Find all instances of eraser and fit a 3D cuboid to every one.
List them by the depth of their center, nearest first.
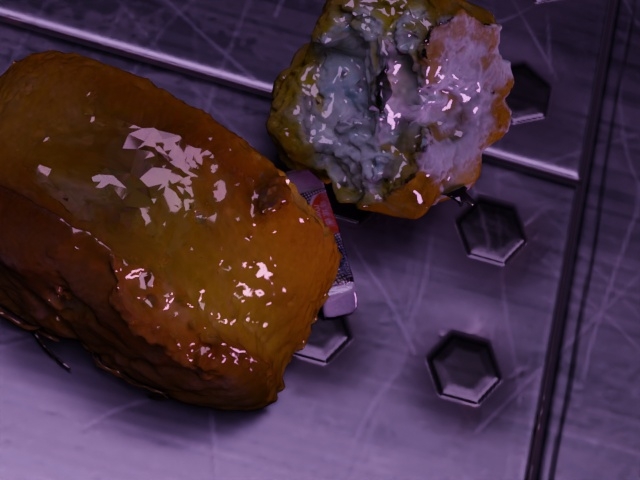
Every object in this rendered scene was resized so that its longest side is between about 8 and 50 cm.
[{"bbox_3d":[0.000,0.000,1.079,0.027,0.019,0.099,-12,69,-15],"label":"eraser"}]

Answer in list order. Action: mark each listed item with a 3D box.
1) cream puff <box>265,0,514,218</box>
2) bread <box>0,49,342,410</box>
[{"bbox_3d":[0.041,-0.094,1.067,0.156,0.156,0.121,49,28,11],"label":"cream puff"},{"bbox_3d":[-0.115,-0.014,0.993,0.260,0.147,0.160,34,69,7],"label":"bread"}]
